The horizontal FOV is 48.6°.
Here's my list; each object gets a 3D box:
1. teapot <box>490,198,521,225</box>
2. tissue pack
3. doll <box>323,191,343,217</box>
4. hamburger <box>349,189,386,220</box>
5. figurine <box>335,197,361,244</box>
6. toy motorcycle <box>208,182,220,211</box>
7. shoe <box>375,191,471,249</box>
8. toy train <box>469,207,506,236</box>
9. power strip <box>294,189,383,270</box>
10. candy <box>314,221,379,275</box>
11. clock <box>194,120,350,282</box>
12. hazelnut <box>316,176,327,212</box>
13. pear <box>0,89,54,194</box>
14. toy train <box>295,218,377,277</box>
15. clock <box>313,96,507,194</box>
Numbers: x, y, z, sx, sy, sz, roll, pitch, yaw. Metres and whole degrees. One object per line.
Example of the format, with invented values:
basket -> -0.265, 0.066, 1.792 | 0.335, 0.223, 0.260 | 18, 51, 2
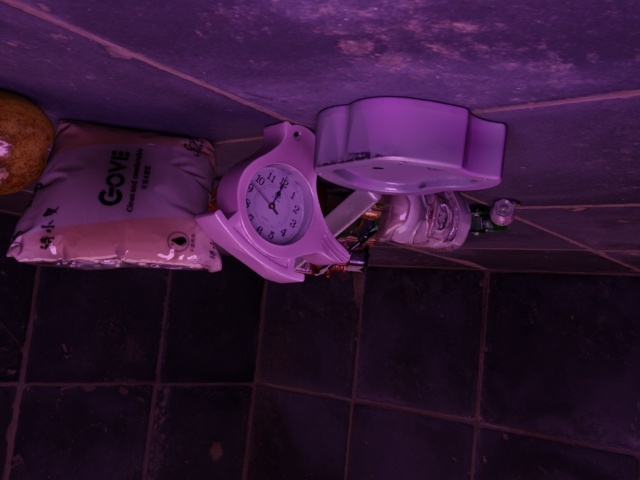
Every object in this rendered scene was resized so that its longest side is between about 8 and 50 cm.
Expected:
teapot -> 0.483, -0.080, 1.845 | 0.083, 0.064, 0.064 | -27, 162, 2
tissue pack -> -0.391, -0.074, 1.429 | 0.389, 0.376, 0.195 | 3, 134, -9
doll -> -0.070, -0.060, 1.875 | 0.277, 0.119, 0.154 | -22, -150, -23
hamburger -> 0.132, -0.094, 1.897 | 0.126, 0.082, 0.141 | 8, 174, -18
figurine -> 0.002, -0.029, 2.039 | 0.127, 0.234, 0.185 | 48, -166, -7
toy motorcycle -> -0.330, -0.038, 1.958 | 0.325, 0.222, 0.148 | -13, 176, 13
shoe -> 0.248, -0.065, 1.626 | 0.198, 0.172, 0.351 | 14, -173, 12
toy train -> 0.407, -0.054, 2.037 | 0.119, 0.085, 0.251 | -8, -173, -36
power strip -> 0.026, -0.037, 1.721 | 0.385, 0.062, 0.091 | -40, -176, 32
candy -> 0.111, 0.002, 2.030 | 0.323, 0.097, 0.097 | -37, 171, 1
clock -> -0.053, -0.056, 1.352 | 0.290, 0.276, 0.080 | 43, 153, -28
hazelnut -> -0.084, -0.094, 1.724 | 0.203, 0.178, 0.178 | 6, 174, 28
pear -> -0.593, -0.183, 1.319 | 0.197, 0.198, 0.197 | 6, 173, 1
toy train -> 0.000, 0.000, 2.186 | 0.368, 0.232, 0.163 | 7, 176, -2
clock -> 0.155, -0.154, 1.269 | 0.338, 0.102, 0.338 | 6, 174, 1
